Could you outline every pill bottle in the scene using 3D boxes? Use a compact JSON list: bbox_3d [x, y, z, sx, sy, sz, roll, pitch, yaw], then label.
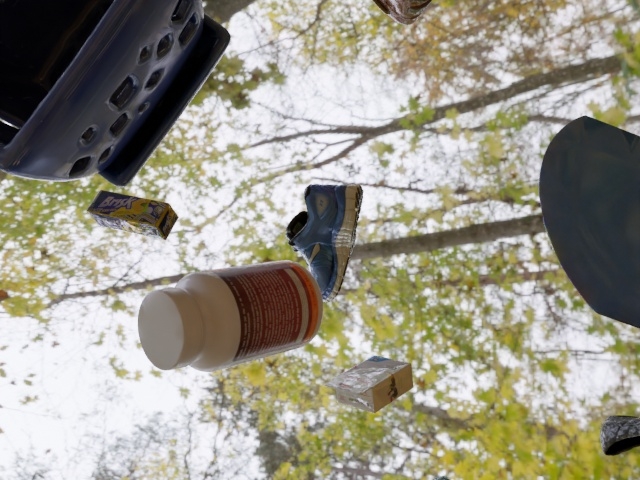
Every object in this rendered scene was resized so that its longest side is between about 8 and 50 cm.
[{"bbox_3d":[-0.076,0.065,0.564,0.152,0.086,0.086,-6,-91,-48],"label":"pill bottle"}]

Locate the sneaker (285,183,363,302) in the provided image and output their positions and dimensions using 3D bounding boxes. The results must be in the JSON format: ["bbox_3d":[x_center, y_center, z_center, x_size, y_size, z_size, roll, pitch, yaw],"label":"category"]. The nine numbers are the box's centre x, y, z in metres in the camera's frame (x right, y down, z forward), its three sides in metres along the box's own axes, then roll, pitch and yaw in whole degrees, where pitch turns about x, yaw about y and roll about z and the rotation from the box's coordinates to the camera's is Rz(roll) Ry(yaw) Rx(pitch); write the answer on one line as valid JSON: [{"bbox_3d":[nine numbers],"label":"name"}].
[{"bbox_3d":[0.000,0.000,1.416,0.130,0.147,0.330,-69,-10,-48],"label":"sneaker"}]

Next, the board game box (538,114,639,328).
[{"bbox_3d":[0.194,0.004,0.379,0.168,0.033,0.133,18,-121,-8],"label":"board game box"}]

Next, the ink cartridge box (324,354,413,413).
[{"bbox_3d":[0.105,0.312,1.386,0.181,0.104,0.061,-17,-74,-46],"label":"ink cartridge box"}]

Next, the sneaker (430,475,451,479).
[{"bbox_3d":[0.095,0.260,0.547,0.098,0.083,0.224,63,-178,22],"label":"sneaker"}]

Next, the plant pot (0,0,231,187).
[{"bbox_3d":[-0.244,-0.197,0.628,0.236,0.236,0.212,-54,-14,4],"label":"plant pot"}]

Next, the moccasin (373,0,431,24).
[{"bbox_3d":[0.057,-0.504,0.999,0.139,0.147,0.380,-33,-99,-17],"label":"moccasin"}]

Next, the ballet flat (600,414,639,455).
[{"bbox_3d":[0.406,0.233,0.764,0.057,0.173,0.049,22,-113,-16],"label":"ballet flat"}]

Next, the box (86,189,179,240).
[{"bbox_3d":[-0.371,-0.051,1.277,0.054,0.169,0.059,69,-142,-53],"label":"box"}]
